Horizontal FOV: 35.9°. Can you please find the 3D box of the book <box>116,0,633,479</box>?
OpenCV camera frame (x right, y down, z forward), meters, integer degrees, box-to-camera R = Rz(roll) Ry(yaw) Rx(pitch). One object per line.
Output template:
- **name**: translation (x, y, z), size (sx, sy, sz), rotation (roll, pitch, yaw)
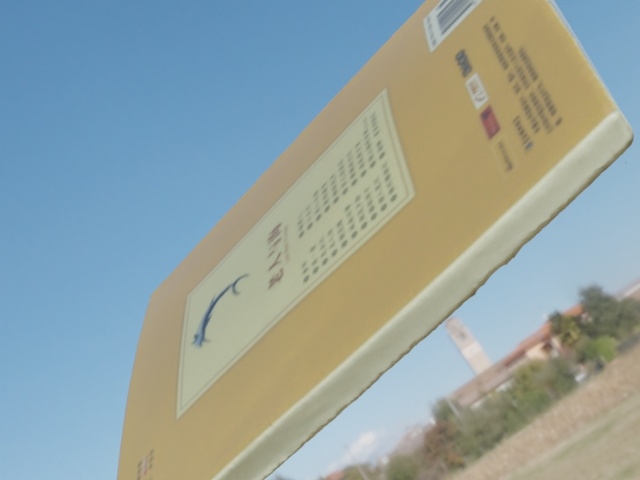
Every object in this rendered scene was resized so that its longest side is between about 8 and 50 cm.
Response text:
- **book**: translation (0.000, 0.000, 0.594), size (0.389, 0.032, 0.269), rotation (-45, 26, 26)
